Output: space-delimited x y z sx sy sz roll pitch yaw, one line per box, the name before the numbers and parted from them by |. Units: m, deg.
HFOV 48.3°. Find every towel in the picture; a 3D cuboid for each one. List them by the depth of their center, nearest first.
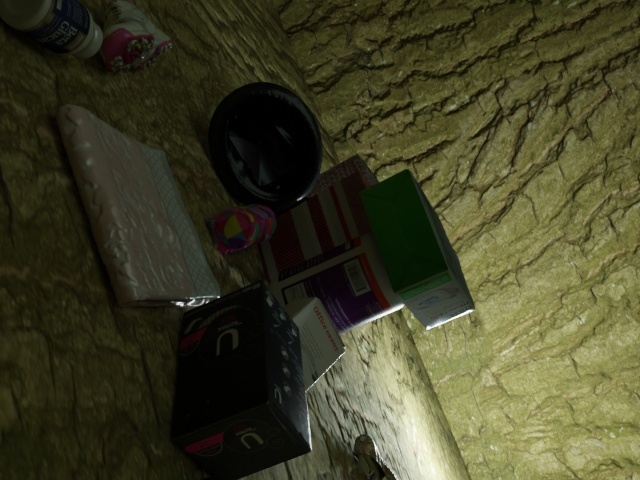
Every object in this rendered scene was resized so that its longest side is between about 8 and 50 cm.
towel | -0.299 -0.043 1.211 0.331 0.054 0.317 67 12 12
towel | 0.000 0.000 1.746 0.037 0.329 0.237 35 32 -53

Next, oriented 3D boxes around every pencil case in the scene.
pencil case | -0.173 -0.031 1.639 0.104 0.105 0.236 65 14 0

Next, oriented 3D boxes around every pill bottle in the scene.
pill bottle | -0.431 -0.358 1.161 0.094 0.094 0.169 68 12 12
pill bottle | 0.014 0.122 1.580 0.181 0.323 0.181 60 13 -24

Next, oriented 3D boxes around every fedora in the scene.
fedora | -0.158 -0.244 1.866 0.334 0.334 0.152 61 -18 -22

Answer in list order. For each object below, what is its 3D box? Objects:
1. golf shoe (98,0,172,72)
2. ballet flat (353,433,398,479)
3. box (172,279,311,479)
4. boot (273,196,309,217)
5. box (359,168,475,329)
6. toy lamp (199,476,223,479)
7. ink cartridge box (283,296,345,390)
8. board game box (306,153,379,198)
golf shoe | -0.399 -0.417 1.435 0.140 0.115 0.306 52 8 -11
ballet flat | 0.137 0.593 1.848 0.206 0.073 0.067 58 41 -21
box | -0.126 0.222 1.152 0.143 0.165 0.270 57 14 -36
boot | -0.026 0.064 1.959 0.347 0.131 0.260 -102 168 -48
box | 0.212 0.021 1.531 0.231 0.127 0.261 46 23 -55
toy lamp | -0.102 0.407 1.100 0.275 0.080 0.080 45 24 -62
ink cartridge box | -0.058 0.221 1.421 0.191 0.082 0.139 -40 110 -39
board game box | 0.077 -0.127 2.282 0.141 0.232 0.291 66 11 15
